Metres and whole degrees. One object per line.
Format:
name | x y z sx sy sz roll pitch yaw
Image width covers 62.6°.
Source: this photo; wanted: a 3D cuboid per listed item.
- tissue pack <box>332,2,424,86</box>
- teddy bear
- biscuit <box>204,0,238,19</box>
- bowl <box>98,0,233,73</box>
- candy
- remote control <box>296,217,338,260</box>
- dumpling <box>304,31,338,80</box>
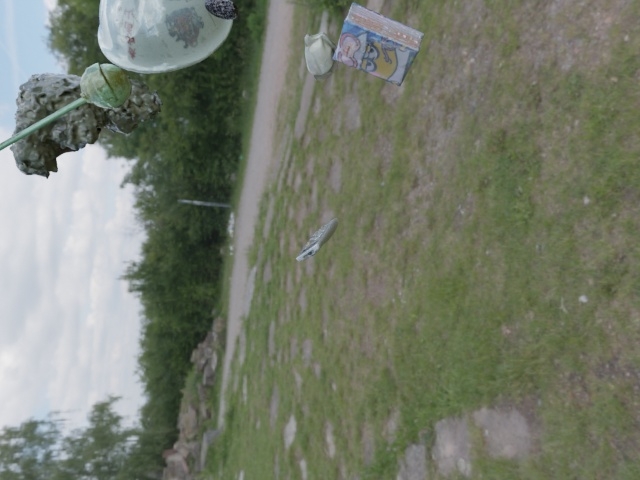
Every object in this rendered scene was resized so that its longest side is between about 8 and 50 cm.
tissue pack | 0.112 -0.382 1.039 0.115 0.155 0.065 118 171 -66
teddy bear | -0.613 -0.338 1.411 0.358 0.367 0.225 -113 26 -48
biscuit | -0.260 -0.614 1.392 0.089 0.087 0.027 8 83 54
bowl | -0.491 -0.730 1.579 0.196 0.433 0.435 85 179 -61
candy | -0.332 -0.159 0.664 0.061 0.202 0.061 60 180 0
remote control | 0.000 0.000 2.032 0.109 0.055 0.313 -34 9 25
dumpling | 0.006 -0.679 1.936 0.199 0.136 0.119 62 -162 -53
